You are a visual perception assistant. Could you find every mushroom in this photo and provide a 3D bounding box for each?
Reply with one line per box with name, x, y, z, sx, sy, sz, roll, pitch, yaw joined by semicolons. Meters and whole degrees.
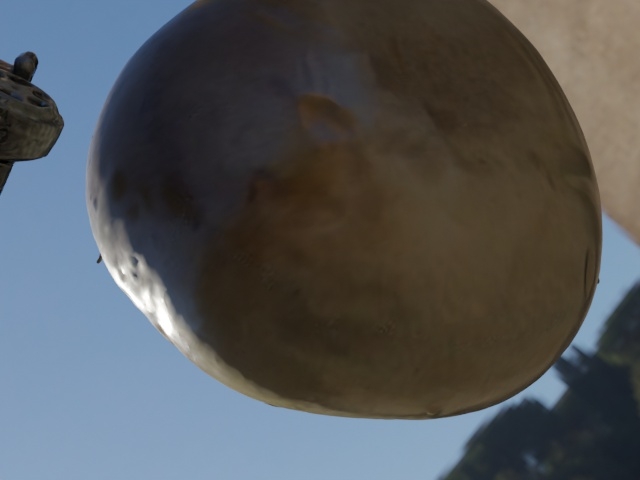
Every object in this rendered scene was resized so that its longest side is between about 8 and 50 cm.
mushroom;0.000;0.000;1.022;0.292;0.292;0.290;-36;-17;-37

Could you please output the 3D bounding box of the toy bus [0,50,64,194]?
toy bus;-0.105;0.002;0.347;0.079;0.077;0.174;-61;8;15
